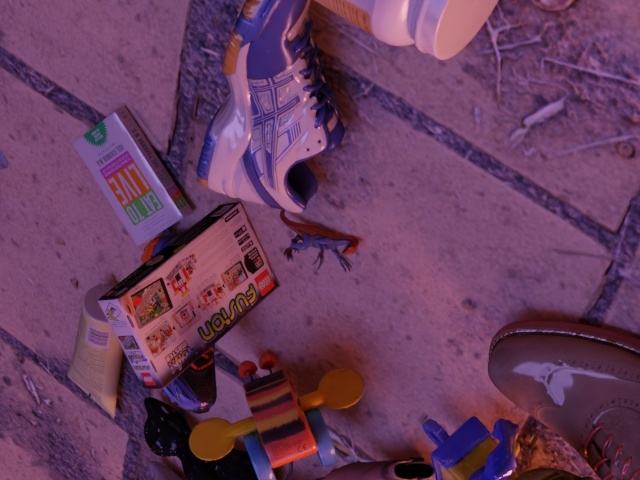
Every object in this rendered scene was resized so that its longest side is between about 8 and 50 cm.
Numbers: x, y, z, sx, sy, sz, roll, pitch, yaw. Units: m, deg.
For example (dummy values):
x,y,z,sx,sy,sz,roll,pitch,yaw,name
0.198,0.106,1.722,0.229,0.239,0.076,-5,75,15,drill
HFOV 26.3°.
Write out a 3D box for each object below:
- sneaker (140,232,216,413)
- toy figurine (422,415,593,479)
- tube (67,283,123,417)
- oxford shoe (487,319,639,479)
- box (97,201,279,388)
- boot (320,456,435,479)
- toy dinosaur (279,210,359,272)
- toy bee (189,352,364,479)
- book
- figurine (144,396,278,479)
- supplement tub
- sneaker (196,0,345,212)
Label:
x,y,z,sx,sy,sz,roll,pitch,yaw,name
-0.150,0.088,1.564,0.087,0.083,0.221,-25,68,37,sneaker
0.152,0.269,1.394,0.217,0.191,0.362,53,172,28,toy figurine
-0.295,0.147,1.817,0.240,0.062,0.070,110,156,-50,tube
0.293,0.184,1.264,0.348,0.130,0.123,25,133,26,oxford shoe
-0.139,0.057,1.490,0.036,0.207,0.114,-5,116,43,box
0.069,0.266,1.550,0.087,0.118,0.042,144,118,-64,boot
0.000,0.000,1.455,0.082,0.047,0.090,-21,95,29,toy dinosaur
-0.061,0.203,1.573,0.162,0.195,0.298,67,154,17,toy bee
-0.217,-0.075,1.597,0.096,0.035,0.144,-28,97,47,book
-0.161,0.331,1.822,0.209,0.092,0.215,34,138,29,figurine
0.049,-0.251,1.139,0.199,0.144,0.144,34,137,17,supplement tub
-0.028,-0.152,1.335,0.131,0.112,0.296,22,136,4,sneaker
